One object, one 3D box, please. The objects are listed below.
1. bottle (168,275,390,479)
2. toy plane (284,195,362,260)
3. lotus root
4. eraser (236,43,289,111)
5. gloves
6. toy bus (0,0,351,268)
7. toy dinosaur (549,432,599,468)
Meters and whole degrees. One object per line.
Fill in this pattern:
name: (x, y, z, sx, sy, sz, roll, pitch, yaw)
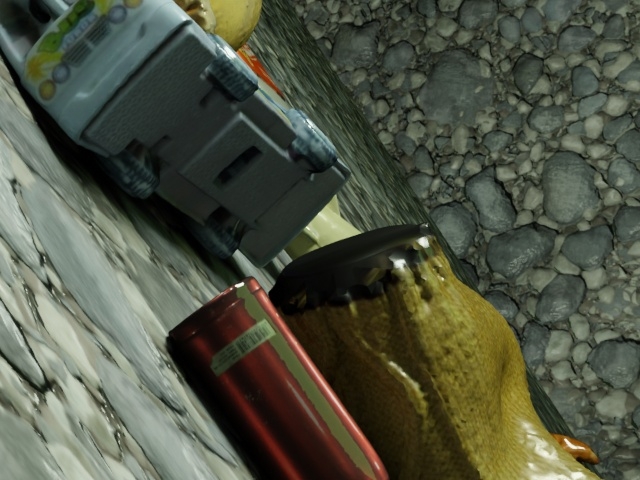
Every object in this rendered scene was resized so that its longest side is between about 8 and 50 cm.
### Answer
bottle: (-0.012, 0.100, 1.017, 0.164, 0.060, 0.060, 55, 6, 1)
toy plane: (0.041, 0.045, 1.494, 0.256, 0.104, 0.242, 54, 4, -8)
lotus root: (-0.117, -0.224, 1.602, 0.146, 0.131, 0.303, 51, 7, -22)
eraser: (-0.102, -0.204, 2.041, 0.230, 0.038, 0.157, 56, 6, 15)
gloves: (0.096, 0.148, 1.123, 0.356, 0.155, 0.203, 50, -3, -9)
toy bus: (-0.089, -0.084, 1.216, 0.136, 0.109, 0.329, 47, 3, 22)
toy dinosaur: (0.173, 0.204, 1.696, 0.432, 0.097, 0.208, 58, -8, -3)
